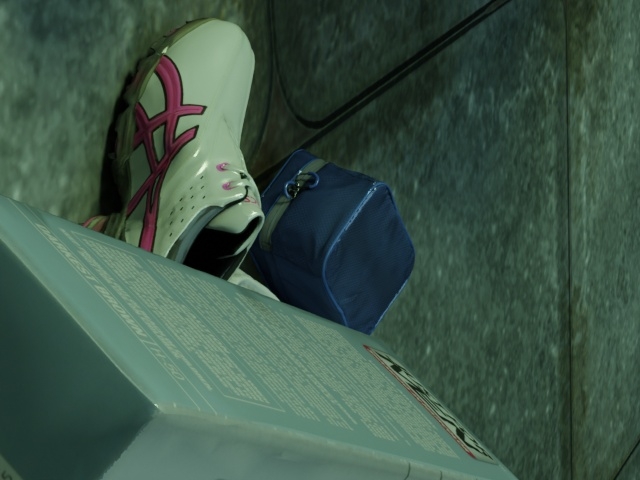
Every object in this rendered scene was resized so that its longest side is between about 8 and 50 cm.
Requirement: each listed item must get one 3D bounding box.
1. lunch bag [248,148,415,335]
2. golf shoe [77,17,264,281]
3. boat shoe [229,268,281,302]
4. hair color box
[{"bbox_3d":[0.000,0.000,1.051,0.067,0.065,0.098,-53,146,-23],"label":"lunch bag"},{"bbox_3d":[-0.056,-0.020,0.895,0.067,0.086,0.186,58,43,-51],"label":"golf shoe"},{"bbox_3d":[-0.003,0.097,1.025,0.277,0.096,0.098,60,43,-53],"label":"boat shoe"},{"bbox_3d":[-0.067,0.115,0.773,0.185,0.113,0.374,-48,155,7],"label":"hair color box"}]
